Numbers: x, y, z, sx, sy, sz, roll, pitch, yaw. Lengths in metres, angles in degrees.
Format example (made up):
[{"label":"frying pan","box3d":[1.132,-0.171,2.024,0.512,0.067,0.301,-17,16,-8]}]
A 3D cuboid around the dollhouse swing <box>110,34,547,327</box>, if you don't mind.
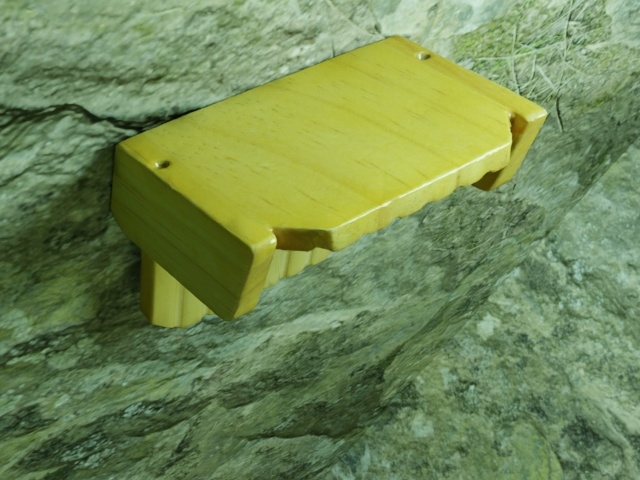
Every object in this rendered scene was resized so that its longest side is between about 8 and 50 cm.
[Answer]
[{"label":"dollhouse swing","box3d":[0.000,0.000,1.177,0.347,0.315,0.304,-26,132,-29]}]
